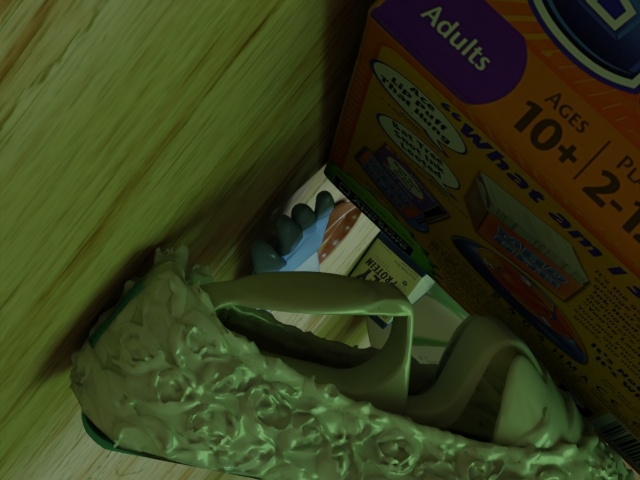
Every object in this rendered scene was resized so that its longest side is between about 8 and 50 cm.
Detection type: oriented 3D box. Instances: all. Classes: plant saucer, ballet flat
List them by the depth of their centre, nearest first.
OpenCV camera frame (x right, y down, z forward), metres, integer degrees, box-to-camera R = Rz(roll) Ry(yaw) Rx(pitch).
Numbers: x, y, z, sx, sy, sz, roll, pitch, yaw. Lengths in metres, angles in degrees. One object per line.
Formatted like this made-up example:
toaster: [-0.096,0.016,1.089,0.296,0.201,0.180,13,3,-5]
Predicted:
ballet flat: [0.051,0.099,1.128,0.147,0.409,0.147,-37,-135,50]
plant saucer: [0.000,0.000,1.414,0.083,0.013,0.083,-46,170,-11]

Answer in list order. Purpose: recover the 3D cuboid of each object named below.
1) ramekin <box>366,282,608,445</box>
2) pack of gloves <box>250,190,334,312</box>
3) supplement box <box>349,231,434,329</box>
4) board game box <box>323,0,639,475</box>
ramekin: [0.185,0.116,1.865,0.148,0.303,0.303,-35,166,-24]
pack of gloves: [-0.056,0.066,1.296,0.195,0.046,0.232,-40,168,-14]
supplement box: [0.076,0.022,1.700,0.083,0.056,0.083,-36,164,-50]
board game box: [0.259,-0.082,1.111,0.356,0.356,0.356,-45,175,-10]
